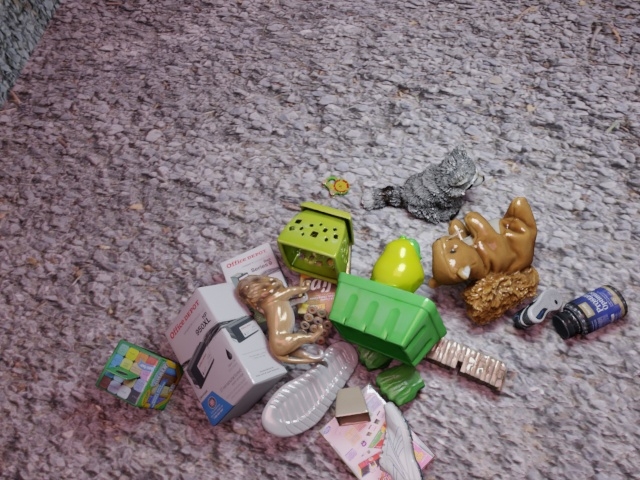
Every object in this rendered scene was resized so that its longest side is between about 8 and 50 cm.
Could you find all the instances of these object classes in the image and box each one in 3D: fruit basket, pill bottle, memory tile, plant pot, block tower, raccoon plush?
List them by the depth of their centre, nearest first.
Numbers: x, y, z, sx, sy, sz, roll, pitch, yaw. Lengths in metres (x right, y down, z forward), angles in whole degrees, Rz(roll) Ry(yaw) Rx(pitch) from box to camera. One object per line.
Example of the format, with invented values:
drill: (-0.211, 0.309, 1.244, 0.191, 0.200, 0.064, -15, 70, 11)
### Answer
plant pot: (0.103, 0.545, 1.726, 0.109, 0.109, 0.096, -10, 54, 4)
fruit basket: (0.247, 0.186, 1.767, 0.393, 0.283, 0.391, -14, 49, 17)
pill bottle: (0.920, 0.250, 1.791, 0.219, 0.122, 0.122, -25, 67, -3)
block tower: (0.474, 0.409, 1.803, 0.336, 0.097, 0.090, 21, 73, 14)
plant pot: (0.000, 0.000, 1.875, 0.227, 0.228, 0.207, 17, 65, 17)
memory tile: (-0.015, 0.308, 1.896, 0.113, 0.012, 0.147, 22, 113, 0)
raccoon plush: (0.378, -0.197, 1.953, 0.447, 0.299, 0.216, -14, 67, 2)

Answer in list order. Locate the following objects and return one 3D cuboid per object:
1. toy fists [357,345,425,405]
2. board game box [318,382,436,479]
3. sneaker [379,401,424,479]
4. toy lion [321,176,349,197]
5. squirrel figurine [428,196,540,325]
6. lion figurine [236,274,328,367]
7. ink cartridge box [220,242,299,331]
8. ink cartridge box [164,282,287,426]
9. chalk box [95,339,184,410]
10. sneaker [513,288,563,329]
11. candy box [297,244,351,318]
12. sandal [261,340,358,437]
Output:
toy fists: (0.232, 0.442, 1.824, 0.142, 0.096, 0.279, -25, 65, -17)
board game box: (0.186, 0.680, 1.746, 0.242, 0.064, 0.316, -41, 69, -9)
sneaker: (0.239, 0.666, 1.654, 0.130, 0.111, 0.296, -16, 65, 7)
toy lion: (0.068, -0.226, 2.156, 0.096, 0.034, 0.100, -31, 67, -13)
squirrel figurine: (0.557, 0.095, 1.787, 0.371, 0.281, 0.396, -24, 92, -34)
lion figurine: (-0.133, 0.274, 1.772, 0.241, 0.142, 0.392, -10, 57, -17)
ink cartridge box: (-0.232, 0.184, 1.975, 0.211, 0.121, 0.289, -24, 67, -2)
ink cartridge box: (-0.341, 0.387, 1.815, 0.285, 0.166, 0.394, -50, 63, 29)
chalk box: (-0.636, 0.468, 1.823, 0.180, 0.289, 0.179, 20, 72, 15)
sneaker: (0.755, 0.244, 1.844, 0.217, 0.121, 0.079, -21, 75, -38)
candy box: (0.021, 0.137, 1.979, 0.183, 0.087, 0.316, 0, 67, 9)
sandal: (-0.026, 0.527, 1.827, 0.416, 0.102, 0.169, -37, 82, -22)
